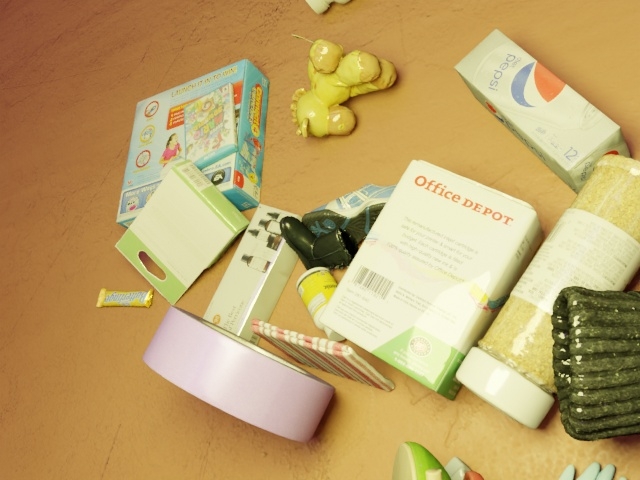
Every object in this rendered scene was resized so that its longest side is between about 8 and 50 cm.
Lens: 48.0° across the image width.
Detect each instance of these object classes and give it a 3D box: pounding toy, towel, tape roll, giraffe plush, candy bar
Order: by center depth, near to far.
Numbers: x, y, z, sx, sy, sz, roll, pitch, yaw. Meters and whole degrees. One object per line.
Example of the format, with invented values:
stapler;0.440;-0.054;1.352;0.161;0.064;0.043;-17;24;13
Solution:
pounding toy;0.151;0.330;0.824;0.110;0.237;0.182;3;82;-3
tape roll;-0.119;0.195;1.063;0.275;0.275;0.090;19;80;39
towel;0.003;0.168;1.079;0.197;0.144;0.029;10;68;38
giraffe plush;0.017;-0.261;1.293;0.210;0.181;0.170;23;103;29
candy bar;-0.397;0.118;1.465;0.162;0.018;0.040;-3;66;35

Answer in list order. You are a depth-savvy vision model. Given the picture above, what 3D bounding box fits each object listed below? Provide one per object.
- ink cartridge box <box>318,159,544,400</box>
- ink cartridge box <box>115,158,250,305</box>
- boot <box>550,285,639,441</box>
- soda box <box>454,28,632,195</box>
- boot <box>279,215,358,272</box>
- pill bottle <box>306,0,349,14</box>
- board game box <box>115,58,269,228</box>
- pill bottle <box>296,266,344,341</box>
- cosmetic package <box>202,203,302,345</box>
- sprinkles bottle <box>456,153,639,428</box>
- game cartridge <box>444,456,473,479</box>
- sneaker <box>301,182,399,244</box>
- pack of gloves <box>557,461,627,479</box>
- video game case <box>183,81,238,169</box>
ink cartridge box;0.161;0.053;1.027;0.201;0.117;0.278;28;84;30
ink cartridge box;-0.264;-0.012;1.359;0.171;0.056;0.235;45;122;3
boot;0.398;0.058;0.818;0.260;0.131;0.347;1;67;14
soda box;0.325;-0.193;1.071;0.091;0.098;0.286;-41;50;10
boot;0.000;0.000;1.190;0.099;0.121;0.045;-17;24;39
pill bottle;0.057;-0.550;1.422;0.216;0.121;0.121;-33;52;18
board game box;-0.260;-0.185;1.478;0.308;0.086;0.301;-13;60;29
pill bottle;0.011;0.104;1.158;0.065;0.065;0.116;-40;52;12
cosmetic package;-0.112;0.059;1.269;0.099;0.060;0.239;17;77;40
sprinkles bottle;0.319;0.064;0.927;0.121;0.121;0.355;32;87;41
game cartridge;0.201;0.436;0.867;0.196;0.060;0.294;-47;49;1
sneaker;0.064;-0.044;1.203;0.211;0.080;0.081;-8;38;33
pack of gloves;0.318;0.365;0.797;0.232;0.046;0.195;-42;37;-25
video game case;-0.215;-0.219;1.397;0.119;0.015;0.166;-23;56;23
